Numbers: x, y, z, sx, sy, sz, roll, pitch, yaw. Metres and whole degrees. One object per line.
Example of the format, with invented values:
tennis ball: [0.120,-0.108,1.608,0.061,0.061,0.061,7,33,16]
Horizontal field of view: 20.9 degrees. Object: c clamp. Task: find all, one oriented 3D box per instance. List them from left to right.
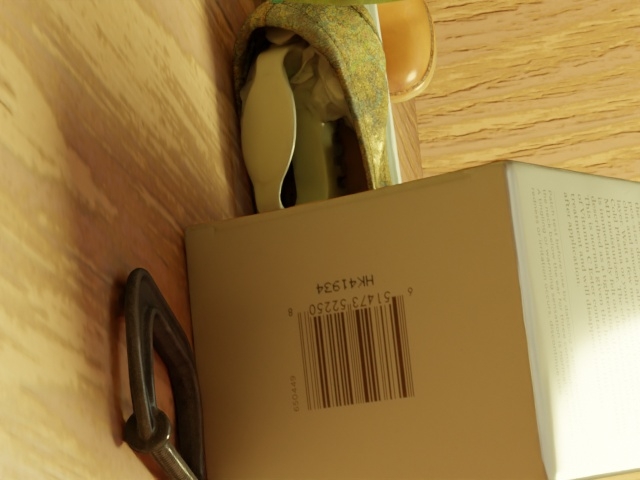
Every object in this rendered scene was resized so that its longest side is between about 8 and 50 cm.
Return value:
c clamp: [-0.071,0.093,0.853,0.160,0.022,0.137,71,14,-57]

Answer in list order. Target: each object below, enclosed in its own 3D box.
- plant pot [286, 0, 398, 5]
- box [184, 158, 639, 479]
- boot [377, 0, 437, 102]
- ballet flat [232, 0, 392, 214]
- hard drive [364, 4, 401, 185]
plant pot: [0.004,-0.365,0.830,0.366,0.367,0.353,73,0,-50]
box: [0.113,0.063,1.045,0.345,0.215,0.168,5,77,-56]
boot: [0.038,-0.291,1.659,0.220,0.109,0.283,63,19,-71]
ballet flat: [0.000,0.000,1.188,0.123,0.123,0.348,-25,108,-82]
hard drive: [0.017,-0.061,1.335,0.203,0.040,0.307,-179,-99,-77]
